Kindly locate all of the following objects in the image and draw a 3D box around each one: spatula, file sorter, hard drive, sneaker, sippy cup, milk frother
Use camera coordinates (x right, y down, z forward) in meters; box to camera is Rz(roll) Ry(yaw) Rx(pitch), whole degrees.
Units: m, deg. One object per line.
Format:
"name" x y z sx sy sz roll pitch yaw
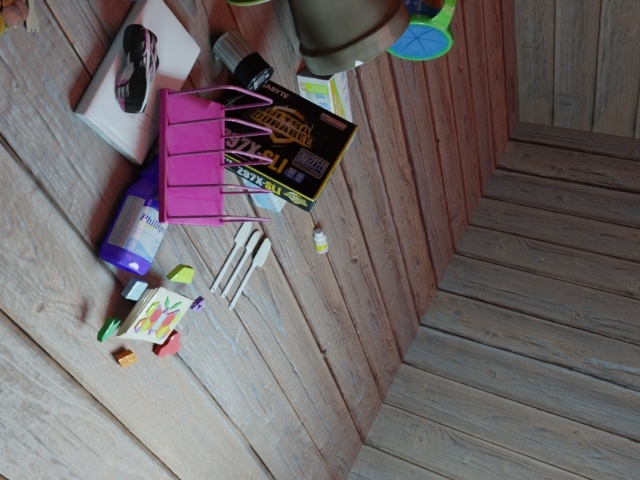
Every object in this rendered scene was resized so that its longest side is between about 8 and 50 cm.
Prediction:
"spatula" -0.224 0.071 2.034 0.242 0.019 0.168 -64 151 -21
"file sorter" -0.219 -0.180 1.570 0.202 0.182 0.290 2 88 -60
"hard drive" -0.380 -0.344 1.518 0.307 0.040 0.203 -67 151 -15
"sneaker" -0.358 -0.344 1.447 0.077 0.072 0.178 -26 132 -68
"sippy cup" 0.325 -0.750 2.353 0.240 0.306 0.224 35 57 -59
"milk frother" -0.212 -0.408 1.720 0.143 0.134 0.129 -37 172 -26

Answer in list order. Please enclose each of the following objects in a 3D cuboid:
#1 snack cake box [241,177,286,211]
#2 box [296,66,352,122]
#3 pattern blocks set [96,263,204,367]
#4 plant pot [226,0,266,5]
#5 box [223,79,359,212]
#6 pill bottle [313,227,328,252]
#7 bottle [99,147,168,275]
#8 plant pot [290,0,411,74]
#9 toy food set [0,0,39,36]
"snack cake box" -0.150 -0.221 1.955 0.152 0.089 0.264 -58 148 -26
"box" 0.016 -0.422 2.139 0.103 0.114 0.203 -51 145 -38
"pattern blocks set" -0.386 0.181 1.682 0.285 0.026 0.325 -60 156 11
"plant pot" -0.165 -0.742 1.449 0.353 0.367 0.366 44 63 -46
"box" -0.103 -0.252 1.785 0.257 0.322 0.079 -60 176 -24
"pill bottle" 0.000 0.000 2.389 0.043 0.043 0.083 -52 144 -38
"bottle" -0.386 -0.069 1.585 0.118 0.092 0.282 42 66 -57
"plant pot" 0.046 -0.657 1.925 0.323 0.323 0.280 -56 131 -33
"toy food set" -0.543 -0.404 1.188 0.192 0.039 0.132 -29 127 -55
